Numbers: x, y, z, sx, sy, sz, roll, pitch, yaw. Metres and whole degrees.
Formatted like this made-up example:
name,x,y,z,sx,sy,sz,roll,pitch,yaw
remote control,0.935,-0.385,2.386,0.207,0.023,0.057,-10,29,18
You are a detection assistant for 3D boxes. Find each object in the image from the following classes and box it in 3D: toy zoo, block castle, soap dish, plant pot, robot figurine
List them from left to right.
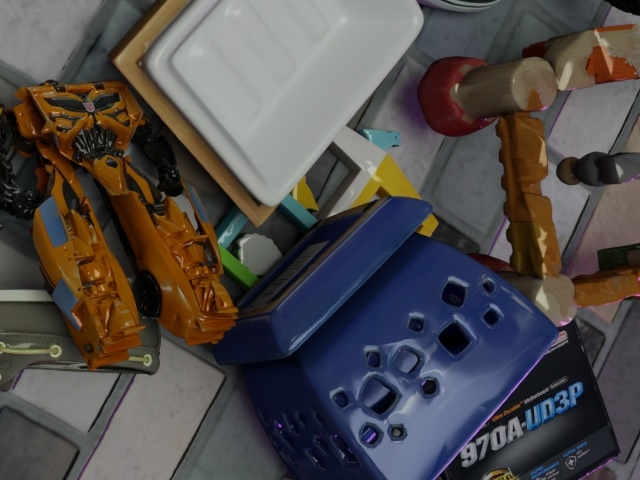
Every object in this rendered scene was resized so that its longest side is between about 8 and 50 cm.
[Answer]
name,x,y,z,sx,sy,sz,roll,pitch,yaw
robot figurine,-0.193,-0.032,1.306,0.211,0.085,0.291,-10,66,-40
soap dish,-0.053,-0.196,1.399,0.291,0.118,0.229,-52,123,-18
toy zoo,0.000,0.000,1.491,0.192,0.030,0.293,43,72,-20
plant pot,0.043,0.098,1.371,0.236,0.236,0.212,-44,101,-20
block castle,0.331,-0.079,1.560,0.453,0.213,0.303,-10,95,-26

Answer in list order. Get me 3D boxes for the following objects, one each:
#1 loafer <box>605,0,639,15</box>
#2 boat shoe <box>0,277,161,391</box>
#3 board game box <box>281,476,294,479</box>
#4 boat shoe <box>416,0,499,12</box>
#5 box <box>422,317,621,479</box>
name,x,y,z,sx,sy,sz,roll,pitch,yaw
loafer,0.311,-0.315,1.570,0.078,0.223,0.076,-45,153,-22
boat shoe,-0.285,0.092,1.300,0.305,0.109,0.091,-4,80,-30
board game box,0.006,0.325,1.491,0.154,0.026,0.103,31,76,-23
boat shoe,0.104,-0.335,1.470,0.335,0.119,0.121,27,73,-40
box,0.212,0.204,1.582,0.220,0.051,0.175,-24,100,-24
